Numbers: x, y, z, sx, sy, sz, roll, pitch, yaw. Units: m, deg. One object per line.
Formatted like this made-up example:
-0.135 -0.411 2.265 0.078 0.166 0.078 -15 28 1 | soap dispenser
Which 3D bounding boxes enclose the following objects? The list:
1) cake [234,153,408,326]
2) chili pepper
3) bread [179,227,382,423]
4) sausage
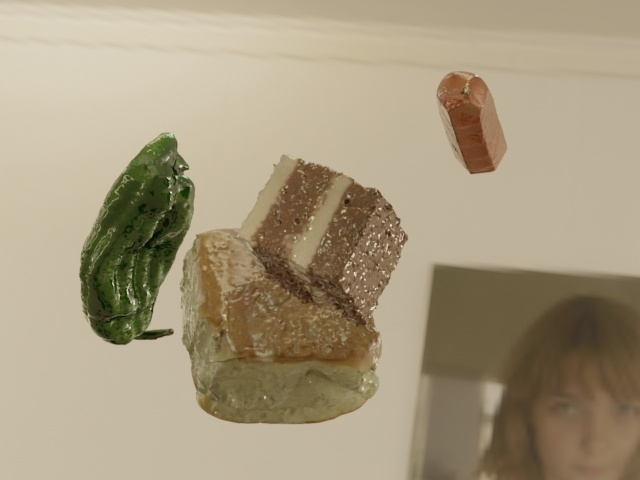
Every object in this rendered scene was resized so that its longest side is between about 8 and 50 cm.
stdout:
0.000 0.000 1.749 0.147 0.134 0.135 17 -21 23 | cake
-0.164 0.011 1.407 0.100 0.074 0.257 -20 -27 -33 | chili pepper
-0.057 0.108 2.110 0.250 0.279 0.225 -1 -42 -12 | bread
0.167 -0.138 1.789 0.065 0.065 0.169 4 -26 18 | sausage
